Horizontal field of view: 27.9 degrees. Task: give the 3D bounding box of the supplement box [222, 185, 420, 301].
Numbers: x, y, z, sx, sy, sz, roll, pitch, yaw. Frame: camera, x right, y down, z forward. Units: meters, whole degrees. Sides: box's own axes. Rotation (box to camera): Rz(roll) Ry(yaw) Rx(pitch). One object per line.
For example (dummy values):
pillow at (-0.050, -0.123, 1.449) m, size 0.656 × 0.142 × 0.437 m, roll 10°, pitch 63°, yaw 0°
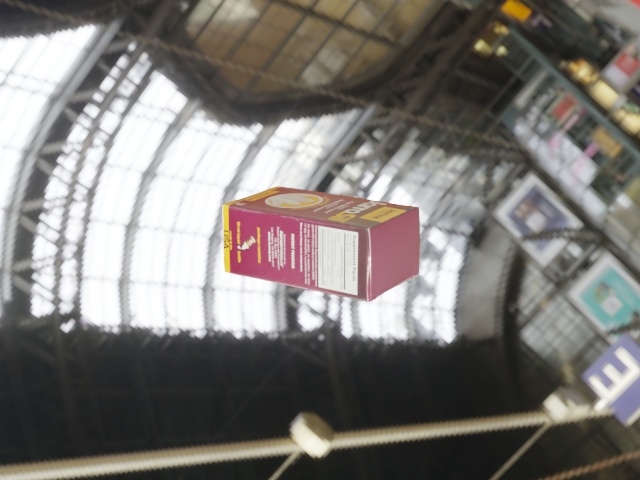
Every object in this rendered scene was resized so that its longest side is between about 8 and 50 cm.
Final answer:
supplement box at (0.000, 0.000, 1.369) m, size 0.188 × 0.080 × 0.104 m, roll 10°, pitch -161°, yaw 32°
